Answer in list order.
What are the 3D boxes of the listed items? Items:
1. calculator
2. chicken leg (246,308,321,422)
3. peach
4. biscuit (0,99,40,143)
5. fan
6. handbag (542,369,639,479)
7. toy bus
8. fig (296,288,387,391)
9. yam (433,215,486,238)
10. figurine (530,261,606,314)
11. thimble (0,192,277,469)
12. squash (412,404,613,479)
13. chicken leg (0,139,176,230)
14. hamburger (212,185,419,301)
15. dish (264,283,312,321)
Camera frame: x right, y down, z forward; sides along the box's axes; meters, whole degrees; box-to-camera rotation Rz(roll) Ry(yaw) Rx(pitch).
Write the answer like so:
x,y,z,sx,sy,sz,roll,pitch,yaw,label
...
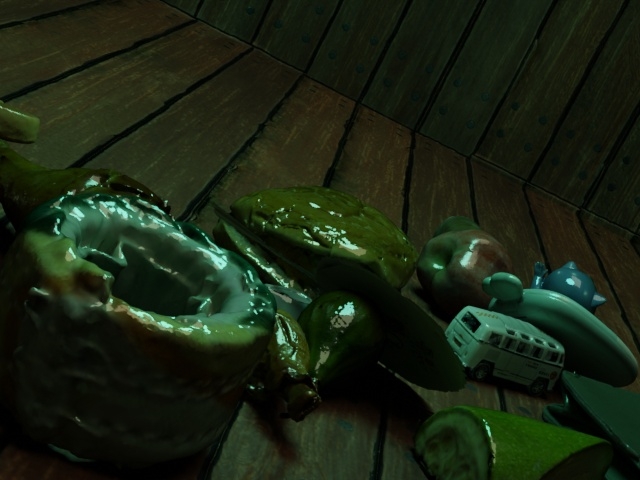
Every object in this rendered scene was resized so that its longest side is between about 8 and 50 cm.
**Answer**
x,y,z,sx,sy,sz,roll,pitch,yaw,label
0.354,0.140,1.972,0.295,0.042,0.184,37,-25,-22,calculator
-0.056,0.129,1.412,0.101,0.085,0.207,24,12,-25,chicken leg
0.232,0.065,2.074,0.152,0.152,0.152,25,15,-7,peach
-0.530,-0.195,1.663,0.354,0.052,0.275,21,3,23,biscuit
0.014,0.067,1.638,0.414,0.012,0.233,32,-25,26,fan
0.451,0.290,1.769,0.247,0.079,0.260,19,17,-27,handbag
0.268,0.156,1.878,0.193,0.089,0.087,19,17,-33,toy bus
0.008,0.125,1.512,0.117,0.117,0.177,31,30,14,fig
0.263,0.040,2.253,0.106,0.106,0.259,22,14,-17,yam
0.370,0.122,2.141,0.178,0.145,0.114,-22,40,-23,figurine
-0.181,0.078,1.199,0.254,0.167,0.288,28,16,5,thimble
0.262,0.265,1.468,0.288,0.111,0.203,22,17,-26,squash
-0.276,-0.036,1.485,0.211,0.140,0.361,0,33,-44,chicken leg
0.001,0.001,1.853,0.265,0.134,0.285,34,14,17,hamburger
-0.049,0.080,1.678,0.137,0.039,0.091,22,16,-26,dish
